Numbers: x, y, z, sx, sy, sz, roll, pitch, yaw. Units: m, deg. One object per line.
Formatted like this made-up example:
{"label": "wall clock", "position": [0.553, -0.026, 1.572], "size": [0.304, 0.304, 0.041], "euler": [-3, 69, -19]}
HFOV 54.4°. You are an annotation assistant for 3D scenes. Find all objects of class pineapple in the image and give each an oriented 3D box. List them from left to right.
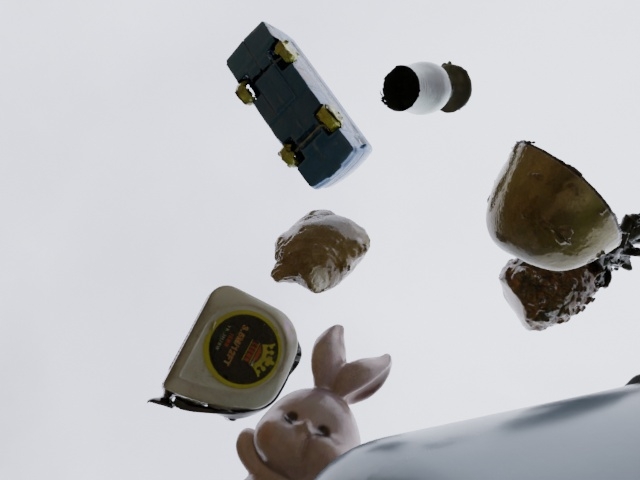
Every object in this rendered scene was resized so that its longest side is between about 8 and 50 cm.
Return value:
{"label": "pineapple", "position": [0.467, 0.033, 1.071], "size": [0.310, 0.170, 0.141], "euler": [-29, -120, 3]}

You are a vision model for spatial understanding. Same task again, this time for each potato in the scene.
{"label": "potato", "position": [0.287, -0.029, 0.840], "size": [0.117, 0.182, 0.202], "euler": [-44, -137, 2]}

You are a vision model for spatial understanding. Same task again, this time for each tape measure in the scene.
{"label": "tape measure", "position": [-0.171, 0.251, 1.234], "size": [0.232, 0.133, 0.271], "euler": [30, -113, -7]}

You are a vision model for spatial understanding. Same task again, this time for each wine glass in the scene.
{"label": "wine glass", "position": [0.200, -0.288, 1.170], "size": [0.103, 0.222, 0.103], "euler": [9, -74, 34]}

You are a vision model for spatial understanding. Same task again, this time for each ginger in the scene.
{"label": "ginger", "position": [0.008, -0.001, 0.655], "size": [0.096, 0.165, 0.067], "euler": [-11, -69, 15]}

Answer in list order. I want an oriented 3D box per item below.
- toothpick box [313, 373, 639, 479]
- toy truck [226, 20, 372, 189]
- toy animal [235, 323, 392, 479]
{"label": "toothpick box", "position": [0.136, 0.212, 0.348], "size": [0.263, 0.355, 0.262], "euler": [2, -87, 63]}
{"label": "toy truck", "position": [-0.044, -0.292, 1.360], "size": [0.161, 0.162, 0.384], "euler": [-42, -109, 24]}
{"label": "toy animal", "position": [-0.012, 0.179, 0.574], "size": [0.124, 0.124, 0.212], "euler": [16, -98, 29]}
